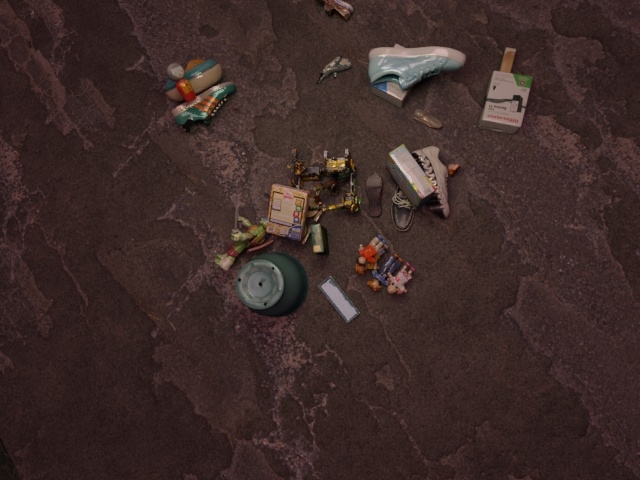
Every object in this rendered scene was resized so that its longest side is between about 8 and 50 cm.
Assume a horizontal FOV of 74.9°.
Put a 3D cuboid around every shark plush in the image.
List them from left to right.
[{"bbox_3d":[0.053,-0.722,1.779,0.161,0.073,0.067,-39,111,-2],"label":"shark plush"}]

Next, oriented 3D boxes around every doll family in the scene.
[{"bbox_3d":[0.235,0.107,1.652,0.263,0.118,0.163,43,85,-8],"label":"doll family"}]

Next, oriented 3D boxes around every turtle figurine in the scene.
[{"bbox_3d":[-0.347,-0.030,1.695,0.266,0.275,0.198,-50,46,5],"label":"turtle figurine"}]

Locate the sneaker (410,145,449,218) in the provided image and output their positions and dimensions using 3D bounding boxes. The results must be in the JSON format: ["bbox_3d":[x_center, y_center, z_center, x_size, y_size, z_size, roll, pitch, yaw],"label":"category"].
[{"bbox_3d":[0.453,-0.227,1.625,0.119,0.110,0.291,-27,103,-18],"label":"sneaker"}]

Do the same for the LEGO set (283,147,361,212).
[{"bbox_3d":[0.003,-0.232,1.636,0.332,0.192,0.254,7,76,17],"label":"LEGO set"}]

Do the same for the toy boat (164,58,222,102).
[{"bbox_3d":[-0.548,-0.676,1.733,0.268,0.318,0.148,-24,119,8],"label":"toy boat"}]

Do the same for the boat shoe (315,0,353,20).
[{"bbox_3d":[0.048,-1.007,1.800,0.183,0.066,0.066,26,90,10],"label":"boat shoe"}]

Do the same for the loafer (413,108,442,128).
[{"bbox_3d":[0.439,-0.492,1.711,0.125,0.039,0.045,34,57,7],"label":"loafer"}]

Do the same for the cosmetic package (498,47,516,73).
[{"bbox_3d":[0.743,-0.703,1.675,0.041,0.060,0.114,15,88,9],"label":"cosmetic package"}]

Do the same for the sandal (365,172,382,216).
[{"bbox_3d":[0.221,-0.185,1.711,0.067,0.040,0.179,-1,99,13],"label":"sandal"}]

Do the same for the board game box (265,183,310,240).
[{"bbox_3d":[-0.126,-0.110,1.616,0.147,0.045,0.193,15,110,12],"label":"board game box"}]

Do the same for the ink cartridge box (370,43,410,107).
[{"bbox_3d":[0.321,-0.677,1.718,0.148,0.086,0.203,30,89,9],"label":"ink cartridge box"}]

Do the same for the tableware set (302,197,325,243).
[{"bbox_3d":[-0.069,-0.086,1.738,0.128,0.039,0.194,27,83,21],"label":"tableware set"}]

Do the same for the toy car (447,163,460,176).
[{"bbox_3d":[0.500,-0.259,1.664,0.122,0.060,0.040,-45,76,2],"label":"toy car"}]

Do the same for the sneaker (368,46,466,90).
[{"bbox_3d":[0.364,-0.650,1.611,0.367,0.135,0.149,6,94,15],"label":"sneaker"}]

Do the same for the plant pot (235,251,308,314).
[{"bbox_3d":[-0.201,0.172,1.620,0.272,0.255,0.271,-1,84,7],"label":"plant pot"}]

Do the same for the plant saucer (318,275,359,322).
[{"bbox_3d":[0.075,0.238,1.694,0.067,0.018,0.192,-39,80,3],"label":"plant saucer"}]

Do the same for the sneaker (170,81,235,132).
[{"bbox_3d":[-0.489,-0.580,1.823,0.302,0.108,0.120,-31,107,-4],"label":"sneaker"}]

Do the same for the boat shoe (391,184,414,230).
[{"bbox_3d":[0.337,-0.166,1.666,0.096,0.079,0.254,10,85,10],"label":"boat shoe"}]

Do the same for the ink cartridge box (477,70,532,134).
[{"bbox_3d":[0.725,-0.541,1.646,0.153,0.087,0.208,13,87,10],"label":"ink cartridge box"}]

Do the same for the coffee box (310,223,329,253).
[{"bbox_3d":[0.000,0.000,1.644,0.041,0.184,0.113,-7,83,8],"label":"coffee box"}]

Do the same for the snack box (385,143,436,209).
[{"bbox_3d":[0.330,-0.230,1.547,0.070,0.174,0.207,-34,80,-1],"label":"snack box"}]
